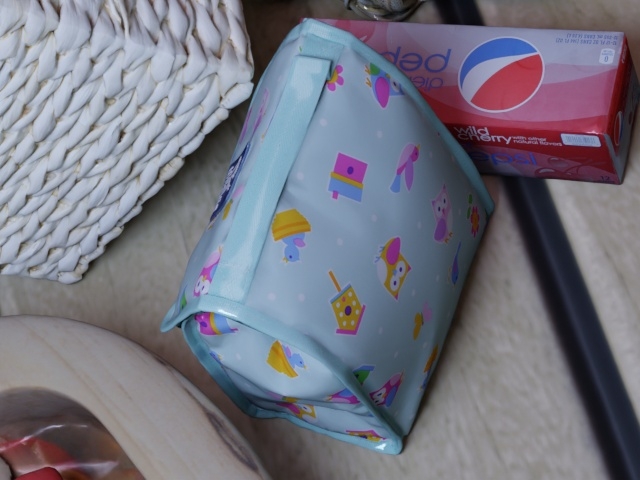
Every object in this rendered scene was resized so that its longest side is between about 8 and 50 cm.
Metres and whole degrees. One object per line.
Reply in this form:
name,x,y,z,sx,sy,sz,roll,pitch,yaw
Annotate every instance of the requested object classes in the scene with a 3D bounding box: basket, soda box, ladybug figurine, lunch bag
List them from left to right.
basket,-0.257,-0.185,1.257,0.328,0.266,0.331,-43,49,39
ladybug figurine,-0.154,0.247,1.126,0.305,0.162,0.449,-40,58,-1
lunch bag,0.000,0.000,1.135,0.160,0.262,0.223,13,70,25
soda box,0.105,-0.109,1.255,0.263,0.083,0.092,6,67,22

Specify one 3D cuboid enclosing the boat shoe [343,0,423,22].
boat shoe,0.050,-0.233,1.327,0.302,0.109,0.098,-3,62,13
